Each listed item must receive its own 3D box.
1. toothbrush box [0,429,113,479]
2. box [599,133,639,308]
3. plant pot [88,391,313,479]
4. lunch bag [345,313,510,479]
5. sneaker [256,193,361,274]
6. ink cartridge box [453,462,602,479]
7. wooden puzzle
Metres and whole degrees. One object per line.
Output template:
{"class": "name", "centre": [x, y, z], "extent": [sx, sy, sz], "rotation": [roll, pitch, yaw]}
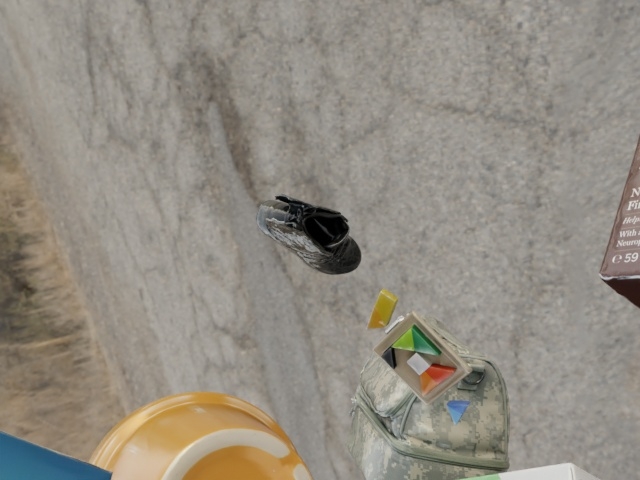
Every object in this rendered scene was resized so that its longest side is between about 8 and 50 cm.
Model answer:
{"class": "toothbrush box", "centre": [-0.263, 0.277, 0.461], "extent": [0.216, 0.126, 0.295], "rotation": [-23, 46, 32]}
{"class": "box", "centre": [0.394, -0.019, 0.725], "extent": [0.168, 0.167, 0.203], "rotation": [-11, 52, 58]}
{"class": "plant pot", "centre": [-0.090, 0.223, 0.654], "extent": [0.188, 0.205, 0.205], "rotation": [-38, 68, 65]}
{"class": "lunch bag", "centre": [0.176, 0.268, 1.281], "extent": [0.305, 0.212, 0.256], "rotation": [-146, 70, -80]}
{"class": "sneaker", "centre": [0.001, -0.002, 0.786], "extent": [0.089, 0.170, 0.051], "rotation": [10, 75, 50]}
{"class": "ink cartridge box", "centre": [0.303, 0.397, 1.023], "extent": [0.211, 0.289, 0.121], "rotation": [-22, 49, 36]}
{"class": "wooden puzzle", "centre": [0.081, 0.099, 0.653], "extent": [0.116, 0.014, 0.078], "rotation": [40, 136, 12]}
